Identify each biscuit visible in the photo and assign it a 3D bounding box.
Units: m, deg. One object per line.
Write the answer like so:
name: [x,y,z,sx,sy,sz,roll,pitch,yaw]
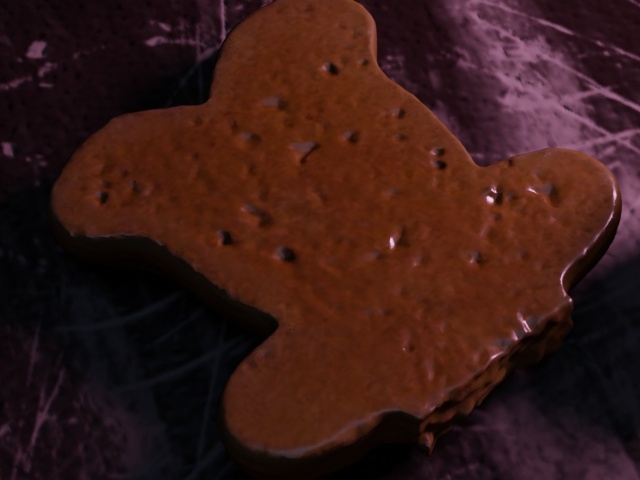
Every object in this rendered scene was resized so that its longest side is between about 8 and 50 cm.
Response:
biscuit: [0.000,0.000,1.472,0.368,0.076,0.394,-40,59,-22]
